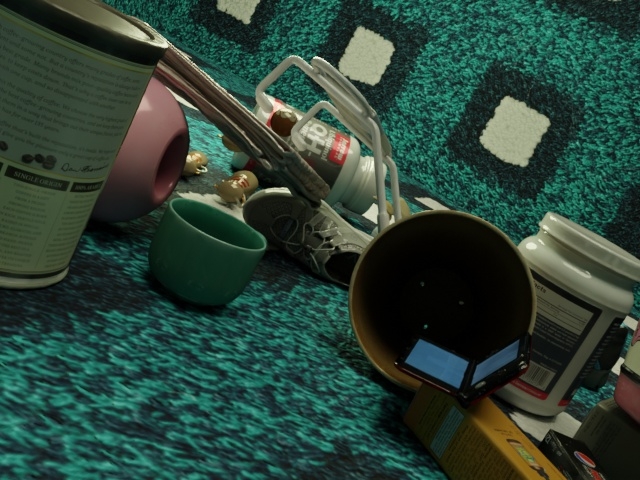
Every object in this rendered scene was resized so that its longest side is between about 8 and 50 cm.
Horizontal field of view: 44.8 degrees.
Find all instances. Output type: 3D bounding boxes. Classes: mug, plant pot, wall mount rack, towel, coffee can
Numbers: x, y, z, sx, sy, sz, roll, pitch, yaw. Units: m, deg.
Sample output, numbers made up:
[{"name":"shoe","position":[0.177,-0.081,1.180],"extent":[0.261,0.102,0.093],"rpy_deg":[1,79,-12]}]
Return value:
[{"name":"mug","position":[-0.134,0.025,0.963],"extent":[0.157,0.097,0.129],"rpy_deg":[21,15,-27]},{"name":"plant pot","position":[0.166,0.090,1.107],"extent":[0.237,0.237,0.254],"rpy_deg":[30,-1,8]},{"name":"wall mount rack","position":[0.052,-0.128,1.201],"extent":[0.304,0.130,0.350],"rpy_deg":[46,3,17]},{"name":"towel","position":[-0.134,-0.179,1.162],"extent":[0.317,0.053,0.332],"rpy_deg":[41,1,12]},{"name":"coffee can","position":[-0.303,-0.118,0.787],"extent":[0.201,0.275,0.201],"rpy_deg":[26,14,-7]}]

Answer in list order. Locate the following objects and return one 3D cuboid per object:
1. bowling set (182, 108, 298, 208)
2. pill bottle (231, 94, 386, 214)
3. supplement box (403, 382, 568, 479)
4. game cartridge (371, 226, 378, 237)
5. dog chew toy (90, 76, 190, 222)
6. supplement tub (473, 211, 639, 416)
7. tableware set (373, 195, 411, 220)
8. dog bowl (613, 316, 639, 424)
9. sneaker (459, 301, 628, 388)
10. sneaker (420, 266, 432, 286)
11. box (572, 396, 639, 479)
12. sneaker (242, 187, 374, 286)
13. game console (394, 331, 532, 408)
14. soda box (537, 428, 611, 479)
[{"name":"bowling set","position":[-0.126,-0.157,1.442],"extent":[0.287,0.200,0.154],"rpy_deg":[24,15,2]},{"name":"pill bottle","position":[-0.022,-0.179,1.727],"extent":[0.318,0.176,0.176],"rpy_deg":[24,15,-13]},{"name":"supplement box","position":[0.189,0.243,0.842],"extent":[0.078,0.080,0.233],"rpy_deg":[16,16,-34]},{"name":"game cartridge","position":[0.257,0.065,1.602],"extent":[0.297,0.062,0.198],"rpy_deg":[19,14,-44]},{"name":"dog chew toy","position":[-0.347,-0.155,1.029],"extent":[0.332,0.207,0.206],"rpy_deg":[21,13,7]},{"name":"supplement tub","position":[0.355,0.114,1.201],"extent":[0.191,0.272,0.191],"rpy_deg":[26,14,-7]},{"name":"tableware set","position":[0.172,-0.030,1.710],"extent":[0.141,0.020,0.169],"rpy_deg":[12,59,-54]},{"name":"dog bowl","position":[0.546,0.235,0.945],"extent":[0.408,0.150,0.408],"rpy_deg":[33,6,-4]},{"name":"sneaker","position":[0.413,0.146,1.468],"extent":[0.341,0.140,0.125],"rpy_deg":[25,17,-6]},{"name":"sneaker","position":[0.169,0.045,1.343],"extent":[0.090,0.095,0.235],"rpy_deg":[15,-2,-1]},{"name":"box","position":[0.474,0.329,1.031],"extent":[0.275,0.094,0.113],"rpy_deg":[37,16,32]},{"name":"sneaker","position":[0.000,0.000,1.289],"extent":[0.281,0.105,0.115],"rpy_deg":[24,20,-3]},{"name":"game console","position":[0.168,0.127,0.893],"extent":[0.085,0.124,0.144],"rpy_deg":[54,18,3]},{"name":"soda box","position":[0.312,0.297,0.921],"extent":[0.060,0.053,0.169],"rpy_deg":[25,15,-12]}]
